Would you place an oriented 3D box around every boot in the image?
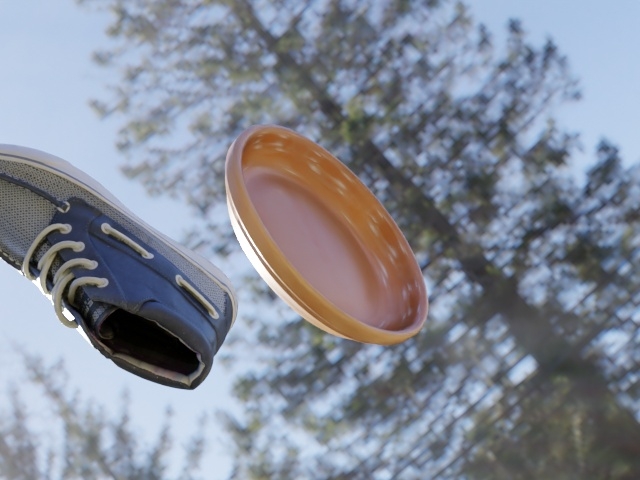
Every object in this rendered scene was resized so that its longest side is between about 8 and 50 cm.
[{"bbox_3d":[-0.135,0.012,0.776,0.069,0.190,0.086,-61,6,21],"label":"boot"}]

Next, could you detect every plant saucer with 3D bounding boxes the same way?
[{"bbox_3d":[0.000,0.000,1.037,0.037,0.200,0.200,-42,-21,25],"label":"plant saucer"}]
